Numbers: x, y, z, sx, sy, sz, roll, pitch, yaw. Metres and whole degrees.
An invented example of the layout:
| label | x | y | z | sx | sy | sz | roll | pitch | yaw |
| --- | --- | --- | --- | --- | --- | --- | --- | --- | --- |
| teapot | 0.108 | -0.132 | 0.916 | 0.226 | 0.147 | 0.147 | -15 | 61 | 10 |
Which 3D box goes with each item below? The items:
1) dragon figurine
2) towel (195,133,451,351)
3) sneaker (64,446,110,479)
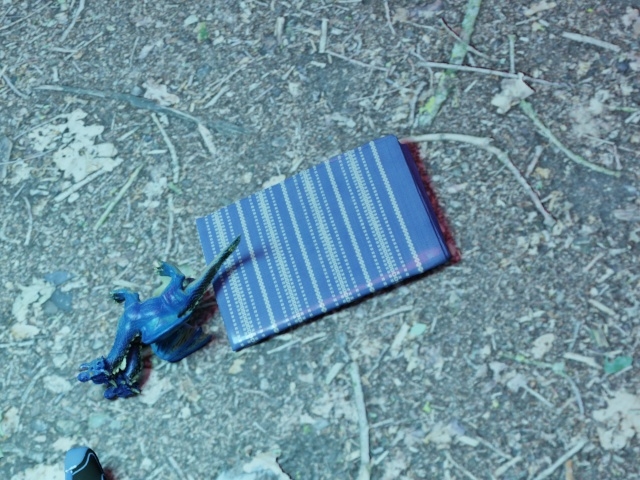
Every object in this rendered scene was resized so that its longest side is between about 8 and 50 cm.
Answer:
| label | x | y | z | sx | sy | sz | roll | pitch | yaw |
| --- | --- | --- | --- | --- | --- | --- | --- | --- | --- |
| dragon figurine | -0.210 | 0.113 | 2.028 | 0.289 | 0.085 | 0.144 | -27 | 54 | 5 |
| towel | 0.000 | 0.000 | 2.076 | 0.336 | 0.040 | 0.243 | -23 | 54 | 5 |
| sneaker | -0.271 | 0.366 | 1.883 | 0.090 | 0.081 | 0.232 | -18 | 59 | 3 |
